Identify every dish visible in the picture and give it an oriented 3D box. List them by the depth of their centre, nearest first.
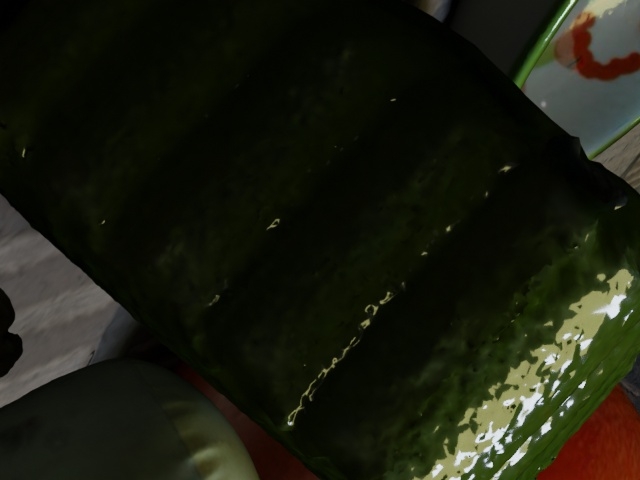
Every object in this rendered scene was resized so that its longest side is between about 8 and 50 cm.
[{"bbox_3d":[0.179,-0.186,0.930,0.324,0.124,0.324,-38,160,-17],"label":"dish"}]

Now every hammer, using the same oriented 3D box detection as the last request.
[{"bbox_3d":[-0.122,0.083,0.442,0.202,0.113,0.305,-33,158,-11],"label":"hammer"}]

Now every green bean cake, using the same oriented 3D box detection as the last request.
[{"bbox_3d":[0.000,0.000,0.599,0.156,0.250,0.247,-47,164,-8],"label":"green bean cake"}]

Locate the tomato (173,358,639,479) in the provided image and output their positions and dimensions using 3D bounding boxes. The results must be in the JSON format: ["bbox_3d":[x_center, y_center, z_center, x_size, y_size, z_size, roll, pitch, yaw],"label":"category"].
[{"bbox_3d":[0.045,0.152,0.975,0.321,0.321,0.321,-45,165,-16],"label":"tomato"}]

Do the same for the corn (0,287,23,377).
[{"bbox_3d":[-0.193,0.044,0.501,0.087,0.087,0.211,-56,158,22],"label":"corn"}]
